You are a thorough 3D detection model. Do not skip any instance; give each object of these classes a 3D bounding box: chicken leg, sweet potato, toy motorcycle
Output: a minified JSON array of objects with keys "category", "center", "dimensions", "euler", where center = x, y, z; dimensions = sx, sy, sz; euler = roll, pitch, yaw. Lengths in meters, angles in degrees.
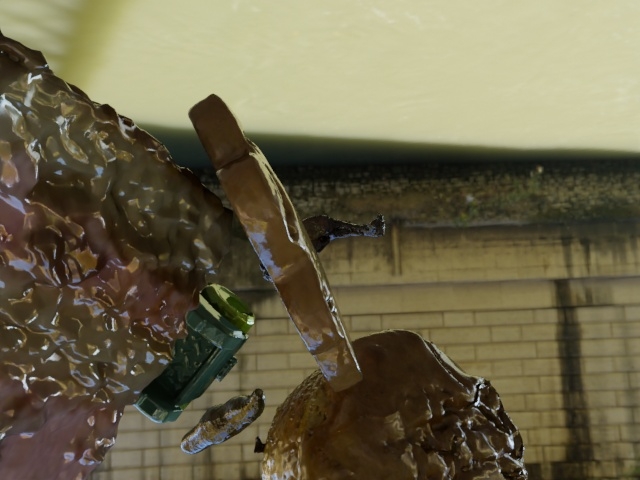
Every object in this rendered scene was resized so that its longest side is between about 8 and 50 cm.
[{"category":"chicken leg","center":[0.000,0.000,1.211],"dimensions":[0.253,0.105,0.051],"euler":[-25,138,12]},{"category":"sweet potato","center":[-0.170,0.308,1.092],"dimensions":[0.067,0.067,0.274],"euler":[6,146,-43]},{"category":"toy motorcycle","center":[-0.277,0.099,0.973],"dimensions":[0.326,0.191,0.200],"euler":[40,-173,10]}]

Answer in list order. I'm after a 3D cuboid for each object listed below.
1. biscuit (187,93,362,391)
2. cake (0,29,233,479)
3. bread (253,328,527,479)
[{"category":"biscuit","center":[-0.030,0.020,0.671],"dimensions":[0.052,0.275,0.354],"euler":[-28,133,-3]},{"category":"cake","center":[-0.285,0.018,0.538],"dimensions":[0.293,0.306,0.314],"euler":[22,169,35]},{"category":"bread","center":[0.114,0.333,0.906],"dimensions":[0.398,0.397,0.215],"euler":[4,158,-37]}]
